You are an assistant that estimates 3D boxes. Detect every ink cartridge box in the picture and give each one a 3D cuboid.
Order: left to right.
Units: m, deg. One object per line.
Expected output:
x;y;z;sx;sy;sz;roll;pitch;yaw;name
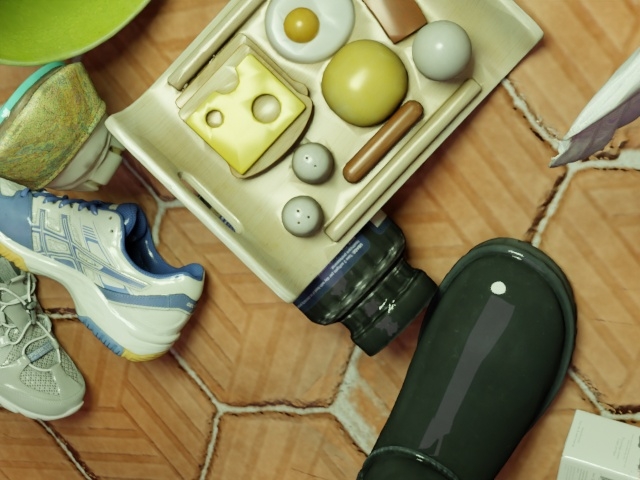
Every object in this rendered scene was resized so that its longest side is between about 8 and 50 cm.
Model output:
0.313;0.235;0.976;0.181;0.061;0.104;15;137;18;ink cartridge box

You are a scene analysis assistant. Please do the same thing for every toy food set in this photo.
0.001;-0.132;0.872;0.220;0.092;0.306;44;92;0;toy food set

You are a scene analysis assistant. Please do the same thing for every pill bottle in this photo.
0.000;0.000;0.984;0.219;0.123;0.123;45;125;0;pill bottle

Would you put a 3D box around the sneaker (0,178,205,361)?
-0.250;-0.009;1.127;0.296;0.112;0.131;39;107;1;sneaker

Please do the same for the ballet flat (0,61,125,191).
-0.233;-0.094;0.957;0.123;0.348;0.123;-2;98;-15;ballet flat

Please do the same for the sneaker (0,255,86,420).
-0.367;0.086;1.212;0.115;0.105;0.281;-38;94;34;sneaker

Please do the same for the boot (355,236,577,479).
0.071;0.241;0.874;0.146;0.445;0.367;24;122;13;boot

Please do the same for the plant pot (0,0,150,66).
-0.298;-0.341;0.899;0.293;0.275;0.275;39;126;24;plant pot

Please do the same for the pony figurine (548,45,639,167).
0.305;-0.198;0.623;0.351;0.303;0.363;123;138;-62;pony figurine
